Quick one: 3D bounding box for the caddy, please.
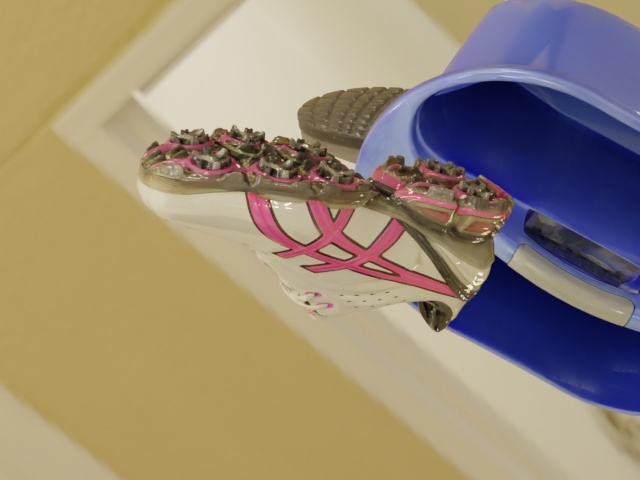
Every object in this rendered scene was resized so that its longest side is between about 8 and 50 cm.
[{"bbox_3d":[0.192,-0.013,1.351,0.341,0.241,0.179,28,-141,-2],"label":"caddy"}]

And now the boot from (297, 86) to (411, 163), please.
[{"bbox_3d":[0.128,-0.017,1.880,0.338,0.223,0.118,16,-145,22],"label":"boot"}]

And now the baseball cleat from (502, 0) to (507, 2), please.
[{"bbox_3d":[0.241,-0.174,1.726,0.206,0.109,0.072,67,159,3],"label":"baseball cleat"}]

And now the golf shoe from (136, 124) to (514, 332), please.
[{"bbox_3d":[0.000,0.000,0.861,0.186,0.086,0.067,10,-162,-27],"label":"golf shoe"}]
